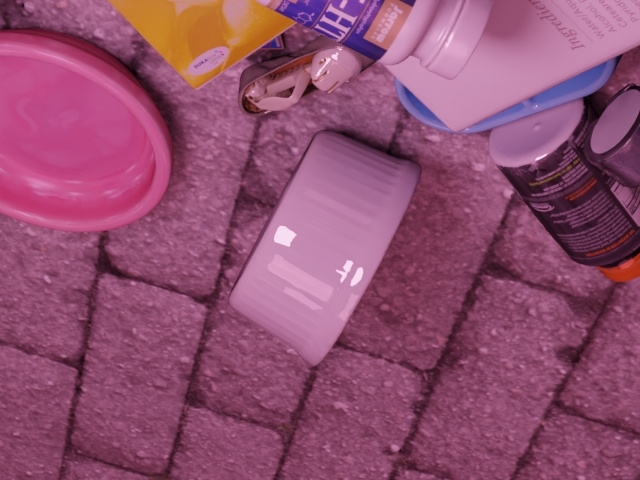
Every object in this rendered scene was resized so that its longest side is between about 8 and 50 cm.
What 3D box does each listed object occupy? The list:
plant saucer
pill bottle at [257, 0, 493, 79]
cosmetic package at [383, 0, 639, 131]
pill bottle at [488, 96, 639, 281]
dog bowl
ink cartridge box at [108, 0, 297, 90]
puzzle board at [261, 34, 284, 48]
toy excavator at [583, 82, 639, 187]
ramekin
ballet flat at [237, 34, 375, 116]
[{"bbox_3d":[-0.339,-0.147,2.390,0.332,0.084,0.332,9,141,8],"label":"plant saucer"},{"bbox_3d":[0.048,-0.215,1.642,0.187,0.112,0.112,25,140,-9],"label":"pill bottle"},{"bbox_3d":[0.194,-0.372,1.753,0.394,0.329,0.327,-25,125,38],"label":"cosmetic package"},{"bbox_3d":[0.310,-0.058,2.239,0.130,0.130,0.245,-16,130,33],"label":"pill bottle"},{"bbox_3d":[0.209,-0.210,2.140,0.297,0.074,0.166,-18,130,34],"label":"dog bowl"},{"bbox_3d":[-0.105,-0.341,1.976,0.304,0.072,0.307,-32,130,19],"label":"ink cartridge box"},{"bbox_3d":[-0.100,-0.271,2.221,0.096,0.011,0.128,1,139,16],"label":"puzzle board"},{"bbox_3d":[0.531,-0.199,1.900,0.222,0.433,0.445,33,166,-20],"label":"toy excavator"},{"bbox_3d":[0.000,0.000,2.309,0.135,0.277,0.277,28,140,-3],"label":"ramekin"},{"bbox_3d":[-0.009,-0.193,2.236,0.213,0.068,0.072,-18,133,34],"label":"ballet flat"}]
